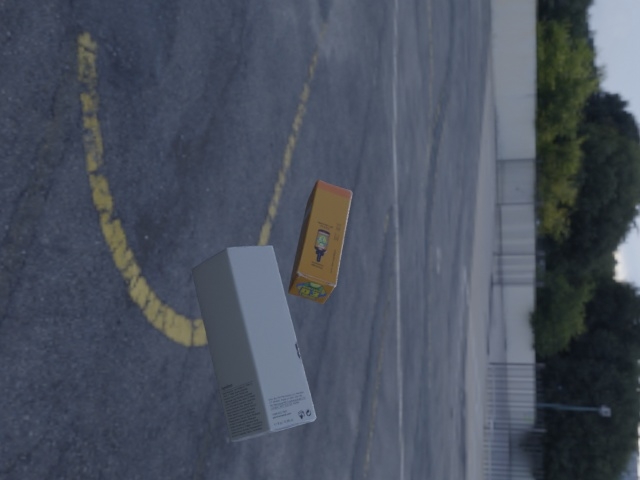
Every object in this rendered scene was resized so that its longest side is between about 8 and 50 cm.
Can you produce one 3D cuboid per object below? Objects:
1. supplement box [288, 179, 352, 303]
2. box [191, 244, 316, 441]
[{"bbox_3d":[0.000,0.000,1.439,0.080,0.078,0.233,120,-14,-49],"label":"supplement box"},{"bbox_3d":[-0.103,0.153,1.145,0.094,0.113,0.275,-2,73,-42],"label":"box"}]
